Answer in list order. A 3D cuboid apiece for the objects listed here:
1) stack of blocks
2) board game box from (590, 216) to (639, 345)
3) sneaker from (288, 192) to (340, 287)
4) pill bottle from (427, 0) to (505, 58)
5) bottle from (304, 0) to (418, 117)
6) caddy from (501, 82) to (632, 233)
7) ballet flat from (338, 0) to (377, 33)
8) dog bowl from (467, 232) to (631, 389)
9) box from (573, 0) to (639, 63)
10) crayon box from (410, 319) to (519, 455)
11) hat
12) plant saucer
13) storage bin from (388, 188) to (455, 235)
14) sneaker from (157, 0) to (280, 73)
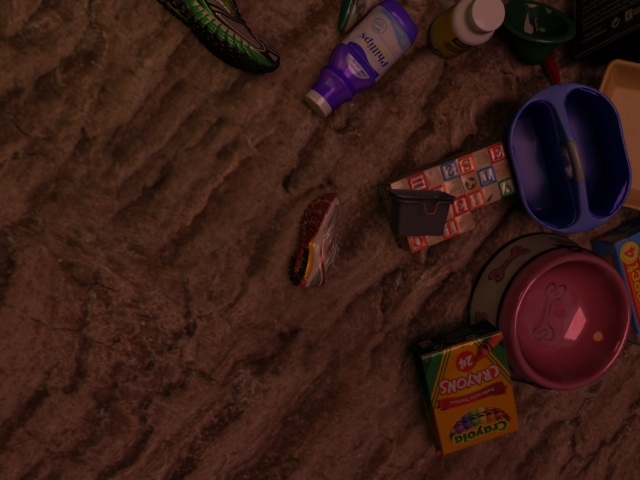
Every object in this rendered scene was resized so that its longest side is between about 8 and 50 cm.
[{"bbox_3d":[0.306,-0.105,1.195,0.297,0.087,0.171,-22,101,-10],"label":"stack of blocks"},{"bbox_3d":[0.924,0.083,1.366,0.302,0.086,0.308,-24,102,-10],"label":"board game box"},{"bbox_3d":[0.000,0.000,1.148,0.093,0.088,0.225,15,93,-35],"label":"sneaker"},{"bbox_3d":[0.319,-0.471,1.103,0.103,0.184,0.103,-2,97,-13],"label":"pill bottle"},{"bbox_3d":[0.083,-0.392,1.103,0.283,0.092,0.118,-46,107,-4],"label":"bottle"},{"bbox_3d":[0.566,-0.188,1.166,0.241,0.179,0.341,-17,99,11],"label":"caddy"},{"bbox_3d":[0.091,-0.561,1.098,0.079,0.077,0.221,5,92,-21],"label":"ballet flat"},{"bbox_3d":[0.591,0.190,1.269,0.408,0.150,0.407,-2,97,-13],"label":"dog bowl"},{"bbox_3d":[0.867,-0.670,1.134,0.480,0.297,0.471,-1,89,-13],"label":"box"},{"bbox_3d":[0.353,0.373,1.204,0.202,0.081,0.318,-17,104,-6],"label":"crayon box"},{"bbox_3d":[0.507,-0.451,1.232,0.173,0.183,0.208,-25,59,-20],"label":"hat"},{"bbox_3d":[0.819,-0.241,1.242,0.333,0.081,0.332,17,104,11],"label":"plant saucer"},{"bbox_3d":[0.217,-0.057,1.091,0.135,0.098,0.091,-1,108,-13],"label":"storage bin"},{"bbox_3d":[-0.207,-0.476,1.003,0.343,0.134,0.146,43,85,-14],"label":"sneaker"}]
